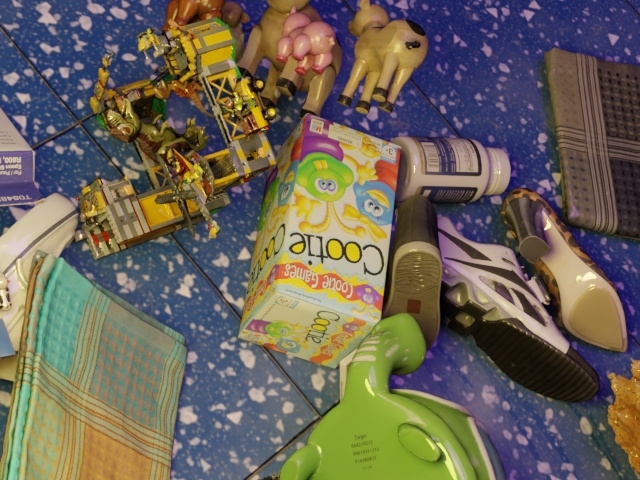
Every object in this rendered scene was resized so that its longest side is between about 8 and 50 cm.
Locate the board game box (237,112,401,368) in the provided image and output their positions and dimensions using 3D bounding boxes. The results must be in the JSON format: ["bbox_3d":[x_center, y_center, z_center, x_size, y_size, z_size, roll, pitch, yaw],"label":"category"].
[{"bbox_3d":[0.000,0.000,1.818,0.142,0.144,0.275,18,56,-16],"label":"board game box"}]

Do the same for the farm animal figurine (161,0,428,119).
[{"bbox_3d":[-0.020,-0.270,1.813,0.330,0.327,0.172,22,78,5],"label":"farm animal figurine"}]

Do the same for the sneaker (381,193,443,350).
[{"bbox_3d":[0.120,0.053,1.818,0.083,0.222,0.118,10,43,-3],"label":"sneaker"}]

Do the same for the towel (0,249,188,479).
[{"bbox_3d":[-0.247,0.226,1.549,0.271,0.040,0.370,41,43,-47],"label":"towel"}]

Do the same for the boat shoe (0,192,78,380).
[{"bbox_3d":[-0.354,0.114,1.587,0.156,0.136,0.367,36,57,-4],"label":"boat shoe"}]

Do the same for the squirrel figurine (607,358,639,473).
[{"bbox_3d":[0.544,0.313,1.812,0.281,0.370,0.397,39,12,-49],"label":"squirrel figurine"}]

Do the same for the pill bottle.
[{"bbox_3d":[0.182,-0.100,1.995,0.169,0.094,0.094,0,63,-26],"label":"pill bottle"}]

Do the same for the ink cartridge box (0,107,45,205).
[{"bbox_3d":[-0.457,-0.103,1.636,0.223,0.045,0.224,-5,29,-29],"label":"ink cartridge box"}]

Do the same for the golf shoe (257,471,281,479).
[{"bbox_3d":[-0.090,0.347,1.636,0.198,0.077,0.094,-35,99,-33],"label":"golf shoe"}]

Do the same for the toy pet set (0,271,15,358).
[{"bbox_3d":[-0.382,0.082,1.488,0.122,0.065,0.114,-18,82,-23],"label":"toy pet set"}]

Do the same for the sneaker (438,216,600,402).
[{"bbox_3d":[0.262,0.085,1.914,0.330,0.122,0.146,38,55,-3],"label":"sneaker"}]

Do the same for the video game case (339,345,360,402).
[{"bbox_3d":[0.057,0.179,1.771,0.011,0.122,0.087,28,46,33],"label":"video game case"}]

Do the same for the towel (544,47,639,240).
[{"bbox_3d":[0.499,-0.140,2.211,0.312,0.056,0.324,9,62,-19],"label":"towel"}]

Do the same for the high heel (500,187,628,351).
[{"bbox_3d":[0.360,0.037,2.031,0.261,0.093,0.186,47,18,-22],"label":"high heel"}]

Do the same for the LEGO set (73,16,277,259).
[{"bbox_3d":[-0.214,-0.113,1.692,0.192,0.331,0.255,-21,95,-32],"label":"LEGO set"}]

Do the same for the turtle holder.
[{"bbox_3d":[0.094,0.276,1.664,0.320,0.243,0.227,54,27,19],"label":"turtle holder"}]
